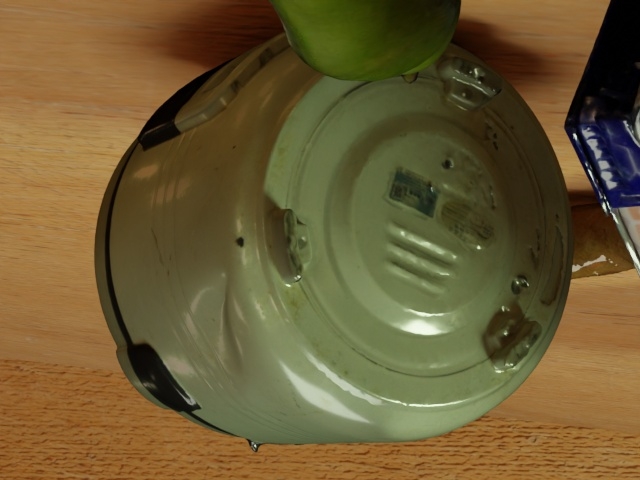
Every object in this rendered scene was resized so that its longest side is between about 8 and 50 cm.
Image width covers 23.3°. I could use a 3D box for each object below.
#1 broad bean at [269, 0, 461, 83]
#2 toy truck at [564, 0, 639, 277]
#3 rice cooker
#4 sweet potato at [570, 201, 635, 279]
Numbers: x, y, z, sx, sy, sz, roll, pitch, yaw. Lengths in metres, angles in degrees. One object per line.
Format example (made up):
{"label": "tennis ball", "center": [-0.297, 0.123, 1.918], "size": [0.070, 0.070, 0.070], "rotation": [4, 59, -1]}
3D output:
{"label": "broad bean", "center": [0.007, -0.116, 0.590], "size": [0.067, 0.075, 0.325], "rotation": [7, 170, 16]}
{"label": "toy truck", "center": [0.233, -0.044, 0.509], "size": [0.268, 0.124, 0.155], "rotation": [-2, 136, 33]}
{"label": "rice cooker", "center": [0.000, 0.000, 0.844], "size": [0.226, 0.226, 0.244], "rotation": [13, 166, -23]}
{"label": "sweet potato", "center": [0.158, 0.000, 1.096], "size": [0.067, 0.059, 0.281], "rotation": [3, 176, -42]}
